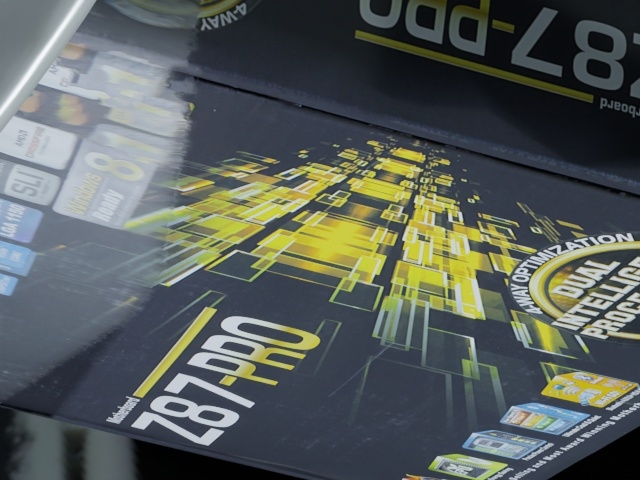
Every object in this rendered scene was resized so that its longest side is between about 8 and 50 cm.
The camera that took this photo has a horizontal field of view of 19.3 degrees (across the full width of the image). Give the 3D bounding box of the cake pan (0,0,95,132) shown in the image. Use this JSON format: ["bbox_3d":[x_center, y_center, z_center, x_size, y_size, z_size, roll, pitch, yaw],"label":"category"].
[{"bbox_3d":[-0.115,-0.030,0.273,0.054,0.293,0.293,40,-150,6],"label":"cake pan"}]

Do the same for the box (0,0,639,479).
[{"bbox_3d":[0.000,0.000,0.773,0.318,0.395,0.097,17,-114,-13],"label":"box"}]
